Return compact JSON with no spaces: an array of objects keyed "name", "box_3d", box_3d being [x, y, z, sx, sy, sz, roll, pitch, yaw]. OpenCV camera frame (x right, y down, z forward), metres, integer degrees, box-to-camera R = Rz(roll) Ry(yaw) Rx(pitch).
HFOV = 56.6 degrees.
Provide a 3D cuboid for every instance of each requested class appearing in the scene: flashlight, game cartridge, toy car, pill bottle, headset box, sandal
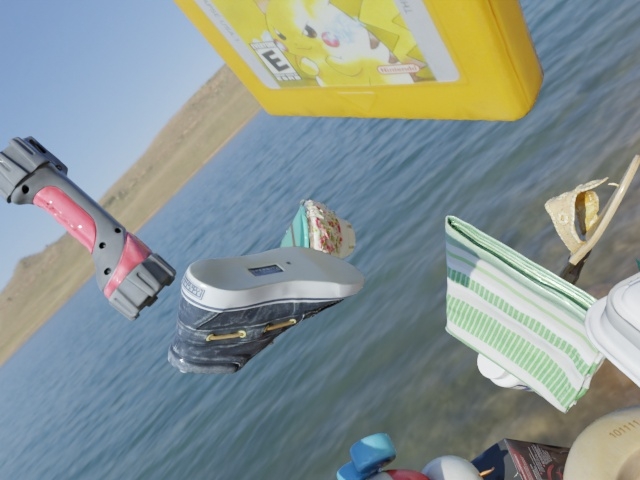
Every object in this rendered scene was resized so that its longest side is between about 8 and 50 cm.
[{"name":"flashlight","box_3d":[-0.355,-0.016,0.870,0.103,0.304,0.103,-49,4,10]},{"name":"game cartridge","box_3d":[-0.026,-0.205,0.416,0.285,0.324,0.052,12,68,42]},{"name":"toy car","box_3d":[0.183,0.431,0.980,0.238,0.219,0.210,-10,-37,-20]},{"name":"pill bottle","box_3d":[0.409,0.265,1.256,0.094,0.169,0.094,-22,60,43]},{"name":"headset box","box_3d":[0.409,0.483,1.054,0.110,0.293,0.218,-52,36,32]},{"name":"sandal","box_3d":[0.329,-0.023,0.780,0.088,0.079,0.240,-49,-25,-34]}]

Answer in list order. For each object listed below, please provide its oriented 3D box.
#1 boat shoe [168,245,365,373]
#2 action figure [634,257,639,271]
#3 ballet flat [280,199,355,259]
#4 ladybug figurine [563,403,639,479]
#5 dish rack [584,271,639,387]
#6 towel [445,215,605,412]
[{"name":"boat shoe","box_3d":[-0.043,0.056,0.501,0.183,0.065,0.083,-2,-59,-44]},{"name":"action figure","box_3d":[0.870,0.136,1.514,0.063,0.137,0.232,-36,9,26]},{"name":"ballet flat","box_3d":[0.000,0.000,0.719,0.077,0.091,0.241,-3,-5,-10]},{"name":"ladybug figurine","box_3d":[0.444,0.346,0.593,0.305,0.161,0.449,-24,24,-5]},{"name":"dish rack","box_3d":[0.458,0.078,0.544,0.333,0.072,0.285,-22,42,-15]},{"name":"towel","box_3d":[0.275,0.119,0.836,0.038,0.248,0.324,-46,-29,-16]}]
